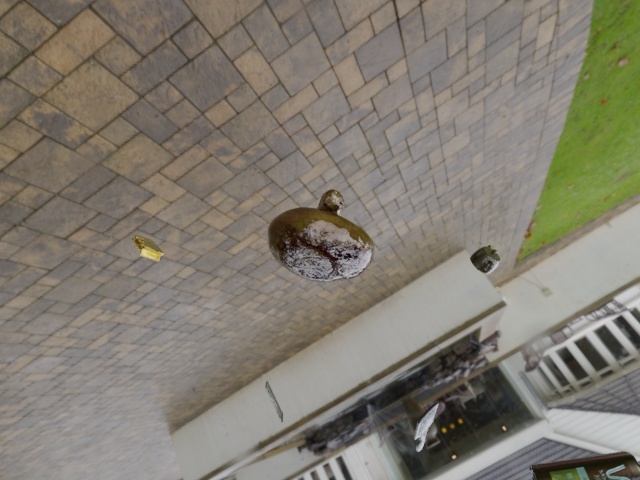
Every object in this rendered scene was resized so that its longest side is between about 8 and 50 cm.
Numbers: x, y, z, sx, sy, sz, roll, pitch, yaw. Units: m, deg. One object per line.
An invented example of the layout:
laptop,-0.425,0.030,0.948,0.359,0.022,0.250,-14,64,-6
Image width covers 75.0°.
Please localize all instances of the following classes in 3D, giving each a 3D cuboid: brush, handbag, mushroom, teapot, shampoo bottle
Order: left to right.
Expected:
handbag,-0.441,0.017,1.061,0.027,0.083,0.061,-57,141,3
mushroom,-0.008,0.020,1.361,0.239,0.345,0.345,-45,169,-39
brush,0.220,0.406,0.888,0.063,0.016,0.193,-31,140,-25
teapot,0.496,0.055,1.237,0.068,0.076,0.121,-55,-176,34
shampoo bottle,0.728,0.624,1.075,0.323,0.129,0.084,-13,150,10

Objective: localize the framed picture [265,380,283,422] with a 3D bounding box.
framed picture,-0.182,0.636,1.650,0.011,0.149,0.109,-26,176,-8
